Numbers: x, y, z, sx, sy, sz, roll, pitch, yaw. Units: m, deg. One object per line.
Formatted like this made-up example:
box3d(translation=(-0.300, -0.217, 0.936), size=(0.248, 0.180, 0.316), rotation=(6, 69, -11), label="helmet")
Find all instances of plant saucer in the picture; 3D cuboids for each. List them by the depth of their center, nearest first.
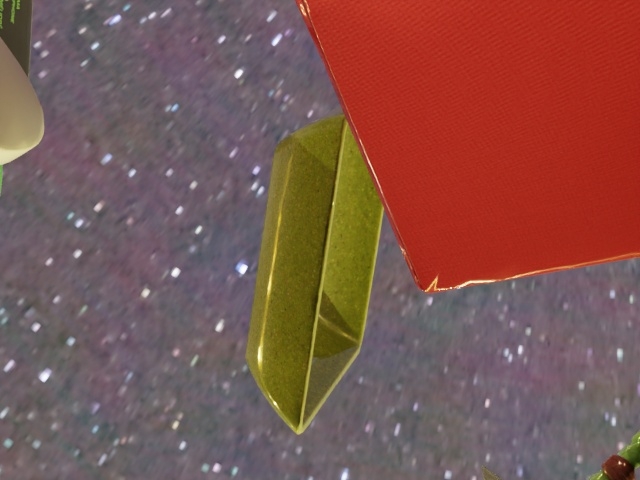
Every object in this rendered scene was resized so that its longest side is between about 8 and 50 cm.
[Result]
box3d(translation=(0.000, 0.000, 0.950), size=(0.045, 0.188, 0.188), rotation=(11, -76, 10), label="plant saucer")

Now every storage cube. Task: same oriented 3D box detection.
box3d(translation=(0.113, -0.114, 0.768), size=(0.215, 0.183, 0.193), rotation=(-11, -52, 18), label="storage cube")

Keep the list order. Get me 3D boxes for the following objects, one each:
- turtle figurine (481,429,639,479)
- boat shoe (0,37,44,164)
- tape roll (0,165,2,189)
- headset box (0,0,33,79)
box3d(translation=(0.323, 0.268, 1.410), size=(0.198, 0.266, 0.275), rotation=(27, -53, -29), label="turtle figurine")
box3d(translation=(-0.230, -0.066, 0.656), size=(0.088, 0.267, 0.096), rotation=(-30, -105, 25), label="boat shoe")
box3d(translation=(-0.441, -0.023, 1.423), size=(0.077, 0.321, 0.321), rotation=(35, -62, 28), label="tape roll")
box3d(translation=(-0.321, -0.144, 0.836), size=(0.246, 0.283, 0.131), rotation=(-5, -105, 21), label="headset box")
